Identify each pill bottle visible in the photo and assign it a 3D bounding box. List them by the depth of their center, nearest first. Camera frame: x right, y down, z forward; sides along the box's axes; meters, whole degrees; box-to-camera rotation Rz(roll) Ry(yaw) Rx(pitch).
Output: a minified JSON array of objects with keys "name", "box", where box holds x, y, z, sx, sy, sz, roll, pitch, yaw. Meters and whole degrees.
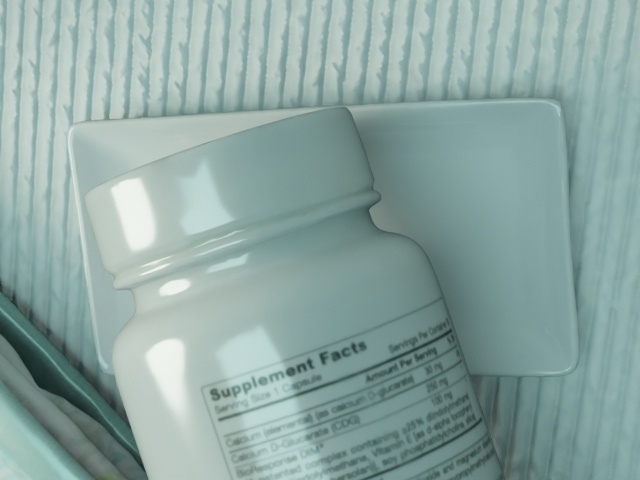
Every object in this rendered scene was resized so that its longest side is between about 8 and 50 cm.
[{"name":"pill bottle","box":[-0.004,0.091,0.723,0.160,0.160,0.283,-19,89,21]}]

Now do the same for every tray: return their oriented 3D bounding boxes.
[{"name":"tray","box":[0.000,0.000,0.809,0.270,0.030,0.145,-1,102,18]}]

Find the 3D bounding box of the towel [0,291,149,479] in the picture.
[{"name":"towel","box":[-0.288,0.151,0.887,0.374,0.090,0.320,45,105,10]}]
